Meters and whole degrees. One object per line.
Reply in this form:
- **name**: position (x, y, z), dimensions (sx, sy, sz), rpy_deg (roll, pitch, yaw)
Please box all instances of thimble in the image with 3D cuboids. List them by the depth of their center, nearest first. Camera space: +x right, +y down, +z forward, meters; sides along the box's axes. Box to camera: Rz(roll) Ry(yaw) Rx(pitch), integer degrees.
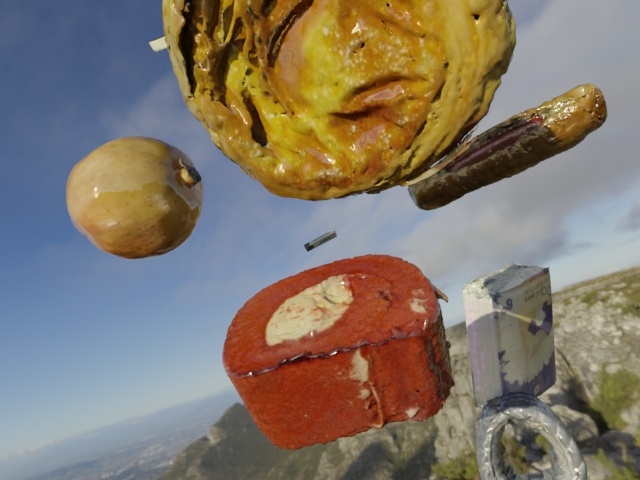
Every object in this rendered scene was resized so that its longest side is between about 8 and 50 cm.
- **thimble**: position (0.440, 0.455, 0.919), dimensions (0.205, 0.236, 0.172), rpy_deg (-30, -15, 16)

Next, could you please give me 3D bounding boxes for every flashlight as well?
- **flashlight**: position (0.000, 0.000, 1.034), dimensions (0.083, 0.018, 0.018), rpy_deg (-28, 27, 10)

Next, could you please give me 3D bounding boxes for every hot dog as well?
- **hot dog**: position (0.263, -0.122, 0.624), dimensions (0.289, 0.068, 0.083), rpy_deg (-29, -45, 25)

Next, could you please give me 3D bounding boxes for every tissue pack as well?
- **tissue pack**: position (0.496, 0.247, 1.105), dimensions (0.242, 0.343, 0.125), rpy_deg (-16, 14, -30)

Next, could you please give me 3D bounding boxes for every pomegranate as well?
- **pomegranate**: position (-0.267, -0.067, 0.633), dimensions (0.191, 0.191, 0.191), rpy_deg (-16, -15, -5)

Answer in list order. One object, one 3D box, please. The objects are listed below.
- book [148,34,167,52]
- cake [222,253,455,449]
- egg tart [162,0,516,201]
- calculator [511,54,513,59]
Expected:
- **book**: position (-0.094, -0.435, 0.756), dimensions (0.263, 0.028, 0.374), rpy_deg (1, 39, 37)
- **cake**: position (0.025, 0.131, 0.543), dimensions (0.283, 0.150, 0.177), rpy_deg (-17, 27, 4)
- **egg tart**: position (0.010, -0.171, 0.345), dimensions (0.297, 0.297, 0.132), rpy_deg (-31, 18, 40)
- **calculator**: position (0.453, -0.555, 1.164), dimensions (0.045, 0.141, 0.246), rpy_deg (-58, -28, 9)
